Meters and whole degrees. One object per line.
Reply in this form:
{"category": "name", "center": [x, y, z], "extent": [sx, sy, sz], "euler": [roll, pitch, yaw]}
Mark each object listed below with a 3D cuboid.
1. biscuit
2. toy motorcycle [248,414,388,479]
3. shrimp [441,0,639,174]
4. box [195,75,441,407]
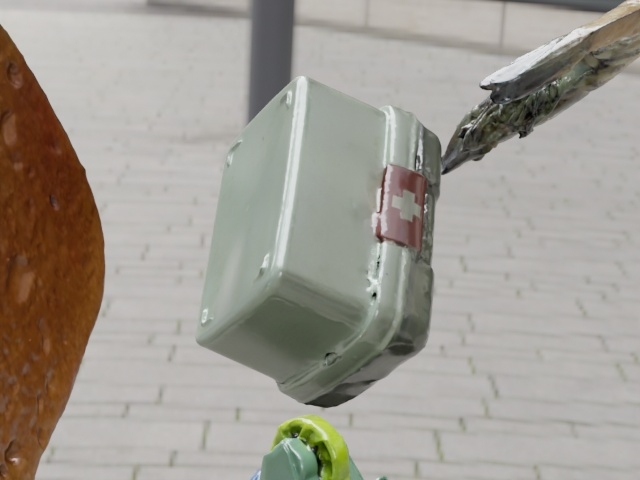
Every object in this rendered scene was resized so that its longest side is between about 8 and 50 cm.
{"category": "biscuit", "center": [-0.215, 0.007, 0.782], "extent": [0.052, 0.262, 0.277], "euler": [-7, 47, 22]}
{"category": "toy motorcycle", "center": [0.003, 0.348, 1.429], "extent": [0.200, 0.326, 0.191], "euler": [-32, -11, 38]}
{"category": "shrimp", "center": [0.141, -0.108, 1.039], "extent": [0.262, 0.051, 0.198], "euler": [-33, -8, 39]}
{"category": "box", "center": [0.000, 0.000, 1.000], "extent": [0.129, 0.148, 0.210], "euler": [24, 51, -23]}
